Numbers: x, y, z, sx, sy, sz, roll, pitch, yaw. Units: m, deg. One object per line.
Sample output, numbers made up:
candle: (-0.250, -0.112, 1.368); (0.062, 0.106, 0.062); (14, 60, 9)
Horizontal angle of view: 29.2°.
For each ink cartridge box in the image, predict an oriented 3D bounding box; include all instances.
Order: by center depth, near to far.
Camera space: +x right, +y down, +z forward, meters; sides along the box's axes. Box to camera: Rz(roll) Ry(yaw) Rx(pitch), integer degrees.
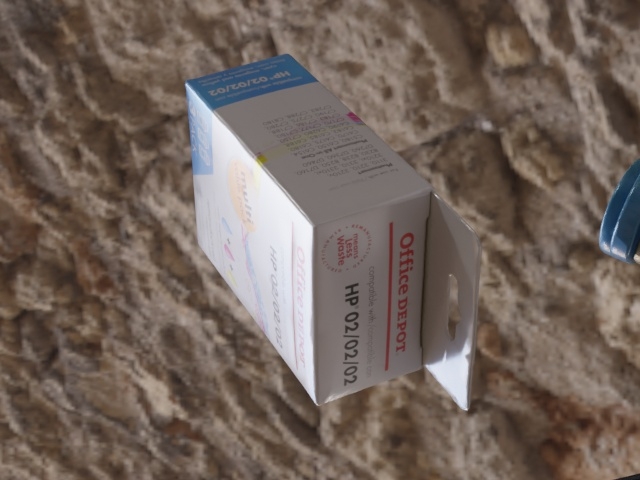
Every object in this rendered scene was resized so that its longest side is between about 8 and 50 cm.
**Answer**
ink cartridge box: (0.000, 0.000, 0.578); (0.062, 0.181, 0.104); (-18, -51, -21)

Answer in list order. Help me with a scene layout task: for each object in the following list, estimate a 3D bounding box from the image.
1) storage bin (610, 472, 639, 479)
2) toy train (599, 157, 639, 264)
storage bin: (0.173, 0.169, 0.571); (0.091, 0.098, 0.135); (72, -175, -70)
toy train: (0.221, -0.064, 0.532); (0.105, 0.143, 0.248); (-38, -34, -50)
